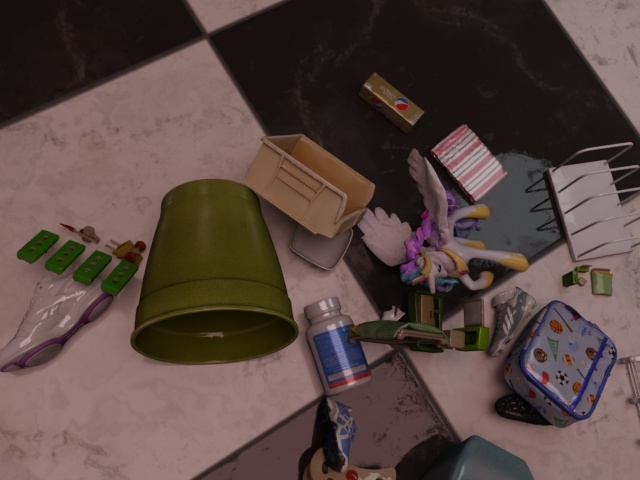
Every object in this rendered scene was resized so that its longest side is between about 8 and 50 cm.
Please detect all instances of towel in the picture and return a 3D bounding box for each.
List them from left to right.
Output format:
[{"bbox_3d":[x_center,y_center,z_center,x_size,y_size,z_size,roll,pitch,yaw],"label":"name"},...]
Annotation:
[{"bbox_3d":[0.419,-0.217,1.918,0.144,0.029,0.197,-39,87,-18],"label":"towel"}]

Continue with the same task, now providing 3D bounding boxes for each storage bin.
[{"bbox_3d":[-0.017,-0.137,1.664,0.260,0.262,0.123,35,108,10],"label":"storage bin"}]

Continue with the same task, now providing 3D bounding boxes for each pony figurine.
[{"bbox_3d":[0.298,-0.015,1.710,0.363,0.303,0.351,-2,50,-36],"label":"pony figurine"}]

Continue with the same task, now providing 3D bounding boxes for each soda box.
[{"bbox_3d":[0.197,-0.383,1.902,0.181,0.061,0.058,40,71,2],"label":"soda box"}]

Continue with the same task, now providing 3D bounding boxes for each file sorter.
[{"bbox_3d":[0.784,-0.106,1.878,0.192,0.173,0.278,-9,77,-12],"label":"file sorter"}]

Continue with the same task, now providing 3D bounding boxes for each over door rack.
[{"bbox_3d":[0.979,0.402,1.808,0.324,0.108,0.240,-5,77,-12],"label":"over door rack"}]

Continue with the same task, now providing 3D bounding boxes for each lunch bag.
[{"bbox_3d":[0.618,0.308,1.726,0.243,0.115,0.303,40,53,8],"label":"lunch bag"}]

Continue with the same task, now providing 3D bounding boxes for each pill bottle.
[{"bbox_3d":[0.036,0.255,1.664,0.124,0.124,0.222,-16,79,-14],"label":"pill bottle"}]

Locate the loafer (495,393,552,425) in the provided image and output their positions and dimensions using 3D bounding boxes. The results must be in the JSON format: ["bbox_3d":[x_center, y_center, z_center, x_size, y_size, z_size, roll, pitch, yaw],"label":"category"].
[{"bbox_3d":[0.542,0.438,1.729,0.223,0.078,0.076,6,43,-14],"label":"loafer"}]

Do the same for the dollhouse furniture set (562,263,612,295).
[{"bbox_3d":[0.748,0.106,1.871,0.151,0.058,0.076,5,74,-9],"label":"dollhouse furniture set"}]

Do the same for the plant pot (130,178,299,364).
[{"bbox_3d":[-0.249,0.062,1.573,0.366,0.366,0.353,-2,63,-11],"label":"plant pot"}]

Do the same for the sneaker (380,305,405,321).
[{"bbox_3d":[0.167,0.211,1.750,0.109,0.040,0.044,-37,68,-21],"label":"sneaker"}]

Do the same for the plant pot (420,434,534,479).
[{"bbox_3d":[0.359,0.606,1.572,0.247,0.248,0.252,29,53,-1],"label":"plant pot"}]

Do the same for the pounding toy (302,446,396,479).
[{"bbox_3d":[0.033,0.590,1.601,0.269,0.155,0.154,5,45,-19],"label":"pounding toy"}]

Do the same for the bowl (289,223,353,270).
[{"bbox_3d":[0.000,0.000,1.765,0.142,0.053,0.142,29,72,-1],"label":"bowl"}]

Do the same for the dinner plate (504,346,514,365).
[{"bbox_3d":[0.547,0.341,1.791,0.141,0.017,0.141,3,74,-9],"label":"dinner plate"}]

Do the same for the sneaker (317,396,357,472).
[{"bbox_3d":[0.049,0.449,1.590,0.081,0.080,0.211,16,30,-15],"label":"sneaker"}]

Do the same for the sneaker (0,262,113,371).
[{"bbox_3d":[-0.635,0.178,1.581,0.152,0.114,0.305,42,64,12],"label":"sneaker"}]

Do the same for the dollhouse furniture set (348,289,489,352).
[{"bbox_3d":[0.232,0.179,1.630,0.301,0.197,0.152,12,74,-33],"label":"dollhouse furniture set"}]

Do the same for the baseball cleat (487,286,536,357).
[{"bbox_3d":[0.480,0.210,1.798,0.109,0.072,0.206,38,66,16],"label":"baseball cleat"}]

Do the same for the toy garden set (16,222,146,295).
[{"bbox_3d":[-0.551,0.039,1.616,0.244,0.049,0.204,21,31,1],"label":"toy garden set"}]
